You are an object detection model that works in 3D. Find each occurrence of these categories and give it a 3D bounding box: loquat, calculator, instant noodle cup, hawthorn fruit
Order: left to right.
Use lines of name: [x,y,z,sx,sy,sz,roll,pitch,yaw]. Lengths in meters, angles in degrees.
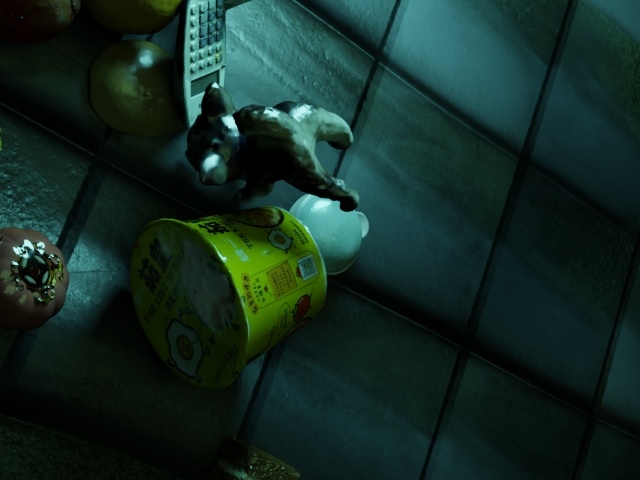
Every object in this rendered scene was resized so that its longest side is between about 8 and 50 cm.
hawthorn fruit: [-0.529,-0.420,1.671,0.235,0.181,0.181,-6,92,-16]
loquat: [-0.344,-0.464,1.774,0.234,0.187,0.176,43,61,-51]
calculator: [-0.224,-0.357,1.864,0.177,0.040,0.268,-43,144,-62]
instant noodle cup: [-0.160,0.084,1.832,0.254,0.325,0.325,-21,101,-43]

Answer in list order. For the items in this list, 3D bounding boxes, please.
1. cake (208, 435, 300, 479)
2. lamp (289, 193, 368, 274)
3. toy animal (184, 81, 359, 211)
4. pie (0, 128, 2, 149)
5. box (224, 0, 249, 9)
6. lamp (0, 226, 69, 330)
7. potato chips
cake: [-0.140,0.484,1.933,0.135,0.134,0.147,31,81,-30]
lamp: [0.001,0.001,2.053,0.179,0.108,0.246,47,65,-20]
toy animal: [-0.125,-0.177,1.810,0.303,0.344,0.194,23,71,-51]
pie: [-0.672,-0.113,1.535,0.355,0.103,0.288,0,87,-1]
box: [-0.161,-0.516,1.924,0.048,0.152,0.100,-4,91,-34]
lamp: [-0.519,0.067,1.678,0.182,0.140,0.182,19,64,-46]
potato chips: [-0.330,-0.285,1.859,0.208,0.062,0.195,47,62,-22]
